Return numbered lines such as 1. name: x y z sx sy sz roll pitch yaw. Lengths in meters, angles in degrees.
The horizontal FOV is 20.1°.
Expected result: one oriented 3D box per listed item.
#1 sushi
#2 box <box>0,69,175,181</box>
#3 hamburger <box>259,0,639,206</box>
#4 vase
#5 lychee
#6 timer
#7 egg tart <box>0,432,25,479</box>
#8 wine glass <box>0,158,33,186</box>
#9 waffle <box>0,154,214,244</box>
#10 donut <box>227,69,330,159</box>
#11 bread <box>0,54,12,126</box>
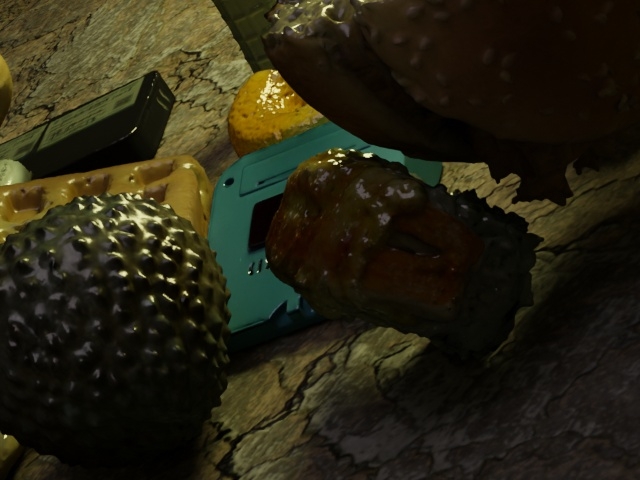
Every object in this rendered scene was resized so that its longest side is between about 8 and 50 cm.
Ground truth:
1. sushi: 0.059 0.006 1.484 0.139 0.184 0.274 -67 24 4
2. box: -0.361 -0.099 2.389 0.350 0.058 0.211 -24 24 19
3. hamburger: 0.195 -0.190 1.504 0.268 0.287 0.445 -6 30 45
4. vase: -0.090 -0.305 2.153 0.143 0.298 0.143 -26 24 13
5. lychee: -0.195 0.083 1.632 0.255 0.255 0.274 -41 59 -19
6. timer: 0.000 0.000 1.773 0.232 0.091 0.250 -19 38 25
7. egg tart: -0.469 0.208 1.811 0.388 0.169 0.388 -22 25 11
8. wine glass: -0.407 -0.001 2.188 0.074 0.074 0.262 -18 38 29
9. waffle: -0.285 -0.004 1.942 0.348 0.077 0.304 -10 19 0
10. donut: -0.014 -0.111 1.957 0.259 0.101 0.152 -1 44 43
11. bread: -0.545 -0.091 2.175 0.424 0.245 0.329 -58 -21 17
